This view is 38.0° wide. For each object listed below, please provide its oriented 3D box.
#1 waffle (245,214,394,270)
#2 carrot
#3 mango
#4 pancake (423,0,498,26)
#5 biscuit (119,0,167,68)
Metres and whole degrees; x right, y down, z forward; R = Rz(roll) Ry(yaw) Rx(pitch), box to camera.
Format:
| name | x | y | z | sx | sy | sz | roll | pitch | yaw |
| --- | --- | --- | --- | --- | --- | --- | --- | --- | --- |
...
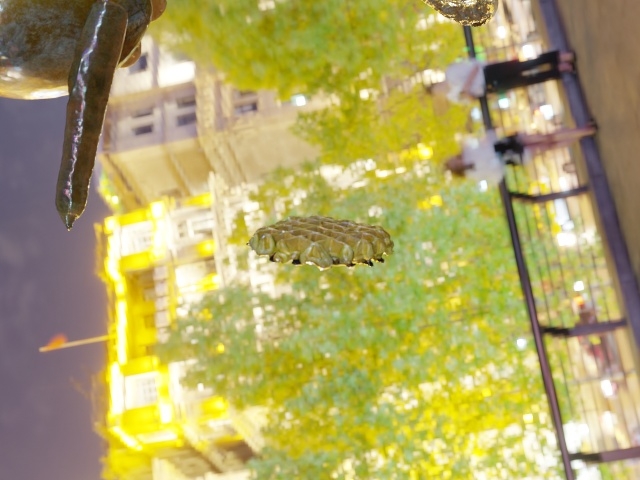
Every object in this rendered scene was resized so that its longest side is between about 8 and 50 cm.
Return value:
| name | x | y | z | sx | sy | sz | roll | pitch | yaw |
| --- | --- | --- | --- | --- | --- | --- | --- | --- | --- |
| waffle | 0.002 | -0.002 | 1.885 | 0.329 | 0.329 | 0.062 | -68 | -20 | -76 |
| carrot | -0.346 | -0.185 | 1.362 | 0.070 | 0.070 | 0.342 | 27 | -106 | -80 |
| mango | -0.412 | -0.322 | 1.439 | 0.146 | 0.316 | 0.193 | 45 | 146 | 47 |
| pancake | 0.162 | -0.322 | 1.168 | 0.022 | 0.139 | 0.139 | -57 | -21 | -13 |
| biscuit | -0.434 | -0.493 | 1.806 | 0.052 | 0.275 | 0.355 | -122 | 31 | -43 |
